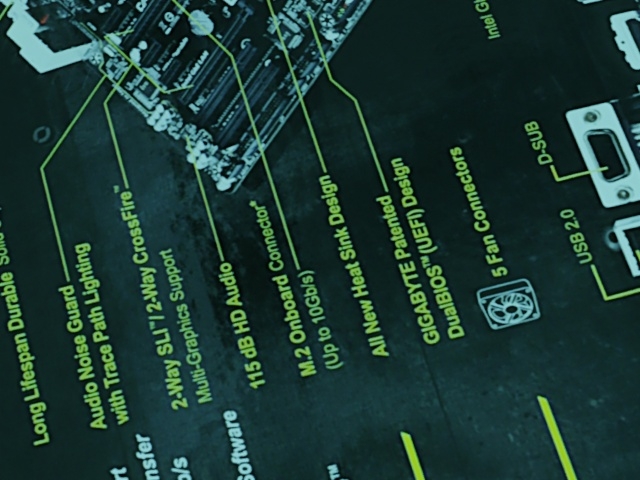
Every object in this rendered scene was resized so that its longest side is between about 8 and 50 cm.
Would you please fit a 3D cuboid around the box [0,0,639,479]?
[{"bbox_3d":[0.000,0.000,0.366,0.257,0.079,0.322,-15,59,-6],"label":"box"}]
